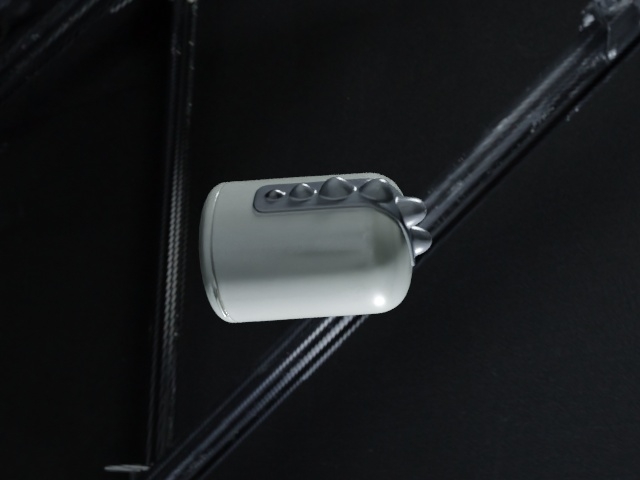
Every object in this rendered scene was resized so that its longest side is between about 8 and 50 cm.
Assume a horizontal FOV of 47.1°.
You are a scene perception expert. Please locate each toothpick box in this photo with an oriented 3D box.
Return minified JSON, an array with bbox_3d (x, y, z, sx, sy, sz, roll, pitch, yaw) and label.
[{"bbox_3d":[0.000,0.000,1.055,0.316,0.229,0.229,-4,-111,12],"label":"toothpick box"}]
